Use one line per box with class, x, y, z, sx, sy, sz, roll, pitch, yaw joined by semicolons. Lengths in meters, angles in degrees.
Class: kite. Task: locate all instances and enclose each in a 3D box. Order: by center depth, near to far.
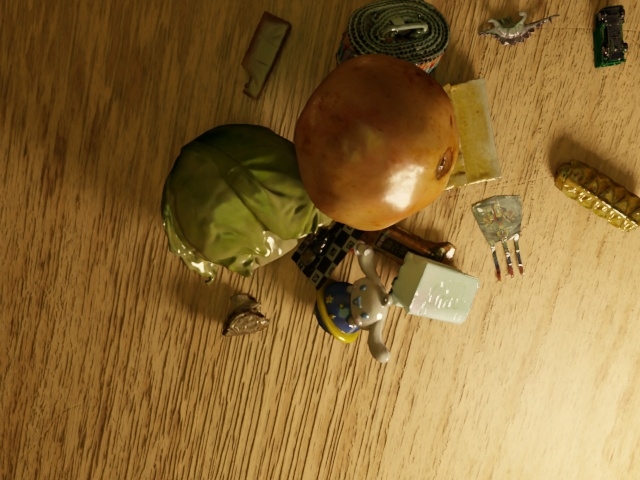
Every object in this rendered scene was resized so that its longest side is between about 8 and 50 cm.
kite;0.522;-0.008;1.646;0.141;0.015;0.245;-13;96;6

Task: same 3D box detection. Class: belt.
belt;0.179;-0.506;1.476;0.295;0.160;0.206;-8;74;-11

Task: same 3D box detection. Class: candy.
candy;0.247;0.022;1.622;0.272;0.101;0.143;28;107;-8

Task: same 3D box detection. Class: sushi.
sushi;0.000;0.000;1.583;0.051;0.192;0.215;30;100;-38

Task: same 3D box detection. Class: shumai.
shumai;-0.223;0.212;1.660;0.146;0.145;0.116;-13;78;4

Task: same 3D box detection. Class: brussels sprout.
brussels sprout;-0.215;-0.115;1.493;0.426;0.342;0.360;-26;102;2

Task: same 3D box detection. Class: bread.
bread;0.764;-0.126;1.584;0.270;0.098;0.087;32;56;-2
bread;-0.160;-0.504;1.590;0.088;0.049;0.226;27;99;-1

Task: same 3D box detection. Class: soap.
soap;0.345;-0.274;1.560;0.260;0.143;0.280;-12;92;4
soap;0.315;0.137;1.571;0.262;0.094;0.150;17;102;-40

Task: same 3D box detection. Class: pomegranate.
pomegranate;0.118;-0.237;1.355;0.412;0.411;0.411;0;98;2

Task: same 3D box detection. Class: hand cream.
hand cream;0.063;0.002;1.585;0.052;0.216;0.038;-45;126;-12

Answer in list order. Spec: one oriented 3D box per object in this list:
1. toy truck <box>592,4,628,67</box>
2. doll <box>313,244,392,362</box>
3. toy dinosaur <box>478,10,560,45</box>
toy truck;0.768;-0.540;1.530;0.065;0.079;0.147;-7;98;5
doll;0.107;0.209;1.579;0.243;0.160;0.310;-29;59;19
toy dinosaur;0.534;-0.571;1.554;0.209;0.039;0.082;-10;101;15
